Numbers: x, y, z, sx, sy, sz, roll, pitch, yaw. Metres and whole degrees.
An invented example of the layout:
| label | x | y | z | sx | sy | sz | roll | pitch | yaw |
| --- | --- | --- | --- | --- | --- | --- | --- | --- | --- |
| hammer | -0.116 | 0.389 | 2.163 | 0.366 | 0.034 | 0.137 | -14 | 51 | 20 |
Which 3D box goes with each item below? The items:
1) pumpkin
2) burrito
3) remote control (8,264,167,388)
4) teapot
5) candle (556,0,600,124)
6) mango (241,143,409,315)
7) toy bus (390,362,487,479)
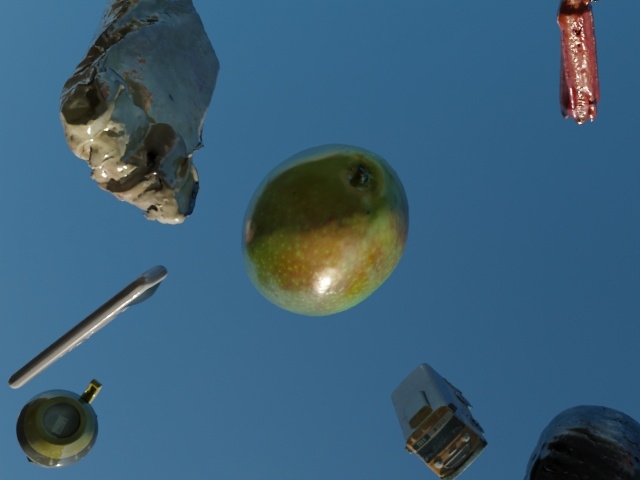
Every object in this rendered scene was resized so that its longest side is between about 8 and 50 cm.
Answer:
| label | x | y | z | sx | sy | sz | roll | pitch | yaw |
| --- | --- | --- | --- | --- | --- | --- | --- | --- | --- |
| pumpkin | 0.348 | 0.334 | 1.193 | 0.163 | 0.233 | 0.233 | 21 | -93 | 17 |
| burrito | -0.178 | -0.167 | 0.939 | 0.107 | 0.175 | 0.347 | -18 | -138 | 16 |
| remote control | -0.294 | 0.113 | 1.149 | 0.261 | 0.067 | 0.029 | -36 | -87 | 21 |
| teapot | -0.425 | 0.302 | 1.499 | 0.165 | 0.130 | 0.119 | -51 | -179 | -37 |
| candle | 0.396 | -0.295 | 1.400 | 0.059 | 0.301 | 0.084 | -35 | -133 | -14 |
| mango | 0.000 | 0.000 | 1.207 | 0.201 | 0.382 | 0.225 | 37 | -106 | 2 |
| toy bus | 0.165 | 0.255 | 1.298 | 0.091 | 0.103 | 0.182 | -46 | -169 | 7 |
